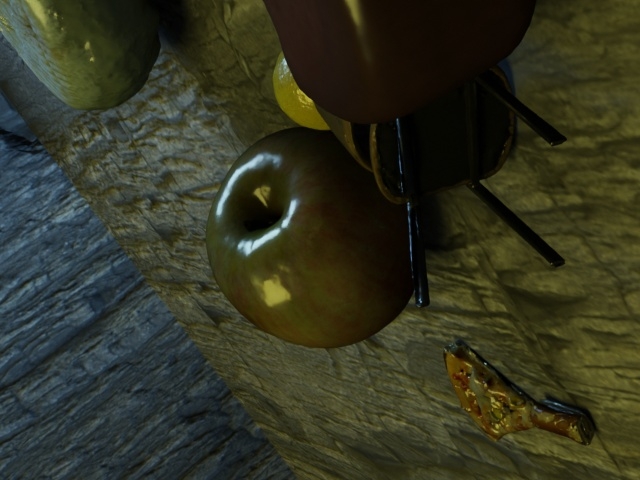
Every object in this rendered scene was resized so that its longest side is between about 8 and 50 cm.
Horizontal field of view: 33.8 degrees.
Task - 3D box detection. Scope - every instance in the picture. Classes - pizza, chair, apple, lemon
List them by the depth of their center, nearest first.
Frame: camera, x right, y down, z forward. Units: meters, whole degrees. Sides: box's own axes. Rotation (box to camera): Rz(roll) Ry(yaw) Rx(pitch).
[{"bbox_3d":[0.101,-0.089,0.974,0.159,0.172,0.247,77,176,-47],"label":"chair"},{"bbox_3d":[0.004,-0.171,1.116,0.109,0.109,0.133,50,152,-2],"label":"lemon"},{"bbox_3d":[0.000,0.000,1.260,0.234,0.257,0.256,23,-178,-42],"label":"apple"},{"bbox_3d":[0.245,0.230,1.432,0.176,0.036,0.185,28,151,46],"label":"pizza"}]

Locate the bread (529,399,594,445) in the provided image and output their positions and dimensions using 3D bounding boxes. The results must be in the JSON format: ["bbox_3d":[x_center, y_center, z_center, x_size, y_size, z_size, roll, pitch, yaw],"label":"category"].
[{"bbox_3d":[0.300,0.225,1.306,0.047,0.036,0.083,51,161,-27],"label":"bread"}]

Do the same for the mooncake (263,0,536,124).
[{"bbox_3d":[0.027,-0.251,0.812,0.326,0.174,0.334,55,170,17],"label":"mooncake"}]

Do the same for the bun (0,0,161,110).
[{"bbox_3d":[-0.347,-0.350,1.416,0.354,0.194,0.354,45,162,18],"label":"bun"}]
